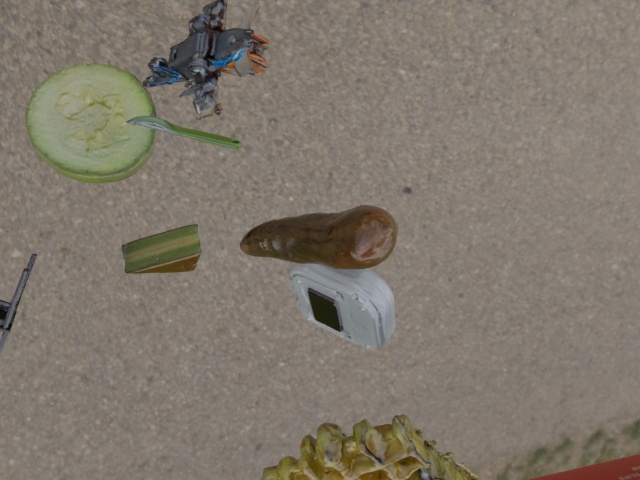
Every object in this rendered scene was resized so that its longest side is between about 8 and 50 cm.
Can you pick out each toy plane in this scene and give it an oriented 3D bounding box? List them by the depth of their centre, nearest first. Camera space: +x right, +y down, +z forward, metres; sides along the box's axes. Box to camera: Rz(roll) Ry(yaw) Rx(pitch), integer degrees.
[{"bbox_3d":[-0.132,-0.180,0.664,0.062,0.188,0.135,25,68,-56],"label":"toy plane"}]

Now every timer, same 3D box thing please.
[{"bbox_3d":[0.044,0.130,1.431,0.087,0.237,0.262,-56,155,-28],"label":"timer"}]

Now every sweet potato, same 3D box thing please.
[{"bbox_3d":[0.000,0.000,1.005,0.097,0.292,0.097,7,81,-50],"label":"sweet potato"}]

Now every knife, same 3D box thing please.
[{"bbox_3d":[-0.214,-0.172,1.047,0.184,0.022,0.026,13,136,-8],"label":"knife"}]

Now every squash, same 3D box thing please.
[{"bbox_3d":[-0.452,-0.238,1.320,0.252,0.049,0.252,4,76,-16],"label":"squash"}]

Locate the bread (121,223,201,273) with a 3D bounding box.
[{"bbox_3d":[-0.312,0.017,1.296,0.139,0.074,0.084,0,151,-23],"label":"bread"}]

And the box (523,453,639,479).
[{"bbox_3d":[0.295,0.304,0.665,0.182,0.099,0.133,-11,102,-1],"label":"box"}]

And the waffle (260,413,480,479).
[{"bbox_3d":[0.080,0.313,0.851,0.309,0.065,0.283,4,135,-13],"label":"waffle"}]

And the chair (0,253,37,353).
[{"bbox_3d":[-0.463,0.114,0.900,0.084,0.101,0.212,21,95,-18],"label":"chair"}]
